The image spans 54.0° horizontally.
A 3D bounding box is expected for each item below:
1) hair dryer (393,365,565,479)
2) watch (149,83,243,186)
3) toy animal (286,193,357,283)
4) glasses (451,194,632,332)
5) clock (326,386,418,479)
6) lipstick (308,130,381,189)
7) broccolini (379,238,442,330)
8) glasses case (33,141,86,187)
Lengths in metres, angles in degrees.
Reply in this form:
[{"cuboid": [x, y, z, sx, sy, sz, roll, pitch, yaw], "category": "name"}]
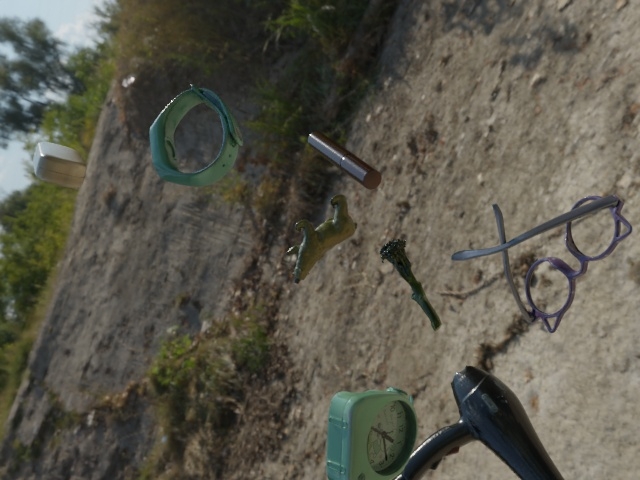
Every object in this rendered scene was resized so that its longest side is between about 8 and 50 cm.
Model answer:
[{"cuboid": [0.208, 0.342, 0.946, 0.272, 0.091, 0.235, -34, 52, -1], "category": "hair dryer"}, {"cuboid": [-0.268, -0.223, 1.330, 0.195, 0.068, 0.237, -22, 59, 12], "category": "watch"}, {"cuboid": [0.000, 0.000, 1.485, 0.219, 0.101, 0.103, -36, -28, -13], "category": "toy animal"}, {"cuboid": [0.172, 0.014, 0.514, 0.139, 0.104, 0.062, -66, 33, 35], "category": "glasses"}, {"cuboid": [0.065, 0.207, 0.675, 0.041, 0.135, 0.101, 4, 91, 46], "category": "clock"}, {"cuboid": [0.057, -0.223, 1.703, 0.356, 0.057, 0.057, 47, 117, 55], "category": "lipstick"}, {"cuboid": [0.200, 0.093, 1.349, 0.216, 0.067, 0.058, 62, 163, 19], "category": "broccolini"}, {"cuboid": [-0.482, -0.141, 1.157, 0.196, 0.083, 0.050, 34, 106, 61], "category": "glasses case"}]
